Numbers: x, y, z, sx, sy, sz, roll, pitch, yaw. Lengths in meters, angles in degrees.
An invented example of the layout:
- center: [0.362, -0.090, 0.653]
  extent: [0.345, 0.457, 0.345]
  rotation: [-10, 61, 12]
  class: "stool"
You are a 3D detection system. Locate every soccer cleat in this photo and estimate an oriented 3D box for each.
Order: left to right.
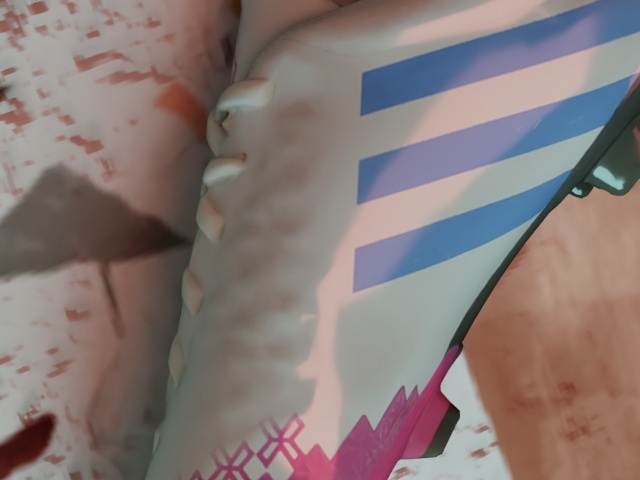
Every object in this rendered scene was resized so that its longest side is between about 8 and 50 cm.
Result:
- center: [0.000, 0.000, 0.610]
  extent: [0.143, 0.116, 0.331]
  rotation: [37, 82, -5]
  class: "soccer cleat"
